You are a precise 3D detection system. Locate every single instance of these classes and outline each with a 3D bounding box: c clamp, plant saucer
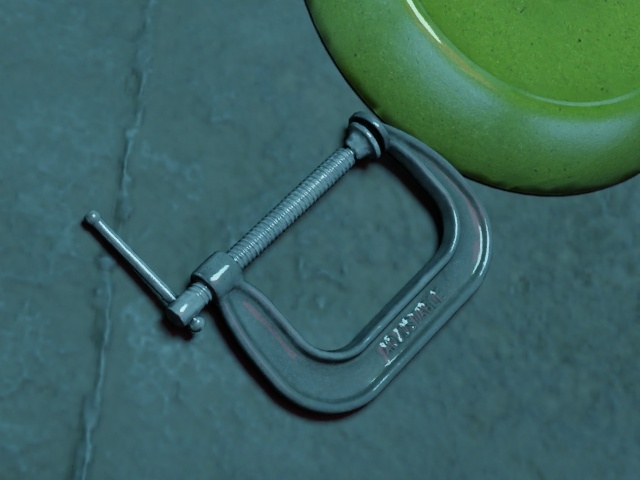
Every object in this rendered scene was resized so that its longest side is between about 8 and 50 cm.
[{"bbox_3d":[0.000,0.000,0.760,0.160,0.022,0.137,-38,92,-28],"label":"c clamp"},{"bbox_3d":[0.103,-0.142,0.842,0.241,0.037,0.241,7,72,-23],"label":"plant saucer"}]
